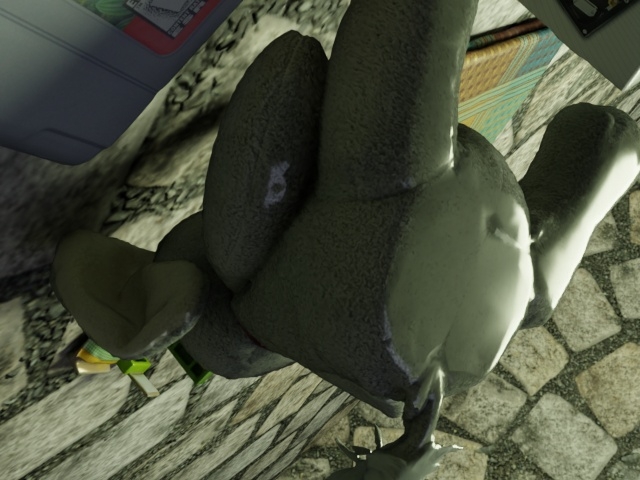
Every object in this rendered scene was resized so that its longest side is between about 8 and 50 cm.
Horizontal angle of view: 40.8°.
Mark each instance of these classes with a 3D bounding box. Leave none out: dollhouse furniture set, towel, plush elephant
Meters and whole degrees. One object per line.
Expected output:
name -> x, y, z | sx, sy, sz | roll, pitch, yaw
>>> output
dollhouse furniture set -> -0.141, 0.096, 0.737 | 0.076, 0.058, 0.151 | -46, 164, 6
towel -> 0.113, -0.079, 0.947 | 0.271, 0.040, 0.370 | -28, 156, -46
plush elephant -> 0.000, 0.000, 0.526 | 0.272, 0.255, 0.330 | 28, 78, -41

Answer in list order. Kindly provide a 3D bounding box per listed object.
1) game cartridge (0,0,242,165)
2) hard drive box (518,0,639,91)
game cartridge -> -0.062, -0.155, 0.311 | 0.294, 0.060, 0.196 | -46, 160, 10
hard drive box -> 0.172, -0.228, 0.452 | 0.089, 0.181, 0.232 | -34, 160, -29
